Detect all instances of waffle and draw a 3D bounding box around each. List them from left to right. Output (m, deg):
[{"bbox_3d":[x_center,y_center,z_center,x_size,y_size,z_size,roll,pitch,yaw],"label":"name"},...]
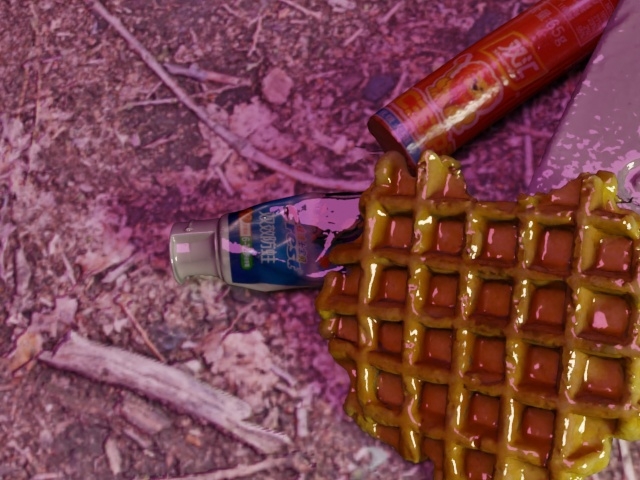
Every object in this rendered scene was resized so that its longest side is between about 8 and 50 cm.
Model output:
[{"bbox_3d":[0.130,0.059,0.734,0.300,0.058,0.282,33,105,28],"label":"waffle"}]

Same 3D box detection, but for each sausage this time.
[{"bbox_3d":[0.174,-0.159,0.863,0.274,0.074,0.074,-34,65,-4],"label":"sausage"}]

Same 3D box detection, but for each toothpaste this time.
[{"bbox_3d":[0.000,0.000,0.851,0.266,0.061,0.096,-5,67,4],"label":"toothpaste"}]

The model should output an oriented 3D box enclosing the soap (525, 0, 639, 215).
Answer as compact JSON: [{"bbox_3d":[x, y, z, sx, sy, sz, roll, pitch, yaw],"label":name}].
[{"bbox_3d":[0.353,-0.087,0.769,0.285,0.107,0.296,23,81,20],"label":"soap"}]
